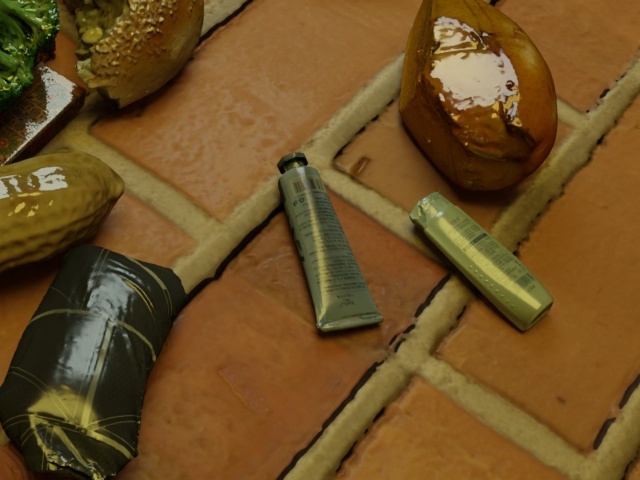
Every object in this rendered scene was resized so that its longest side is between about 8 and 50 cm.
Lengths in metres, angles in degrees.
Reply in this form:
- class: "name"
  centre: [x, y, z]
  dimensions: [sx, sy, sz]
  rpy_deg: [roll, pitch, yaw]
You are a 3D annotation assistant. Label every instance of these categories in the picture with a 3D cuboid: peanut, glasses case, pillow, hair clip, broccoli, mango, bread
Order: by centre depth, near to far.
- class: "hair clip"
  centre: [-0.317, 0.241, 1.233]
  dimensions: [0.138, 0.102, 0.123]
  rpy_deg: [-17, 61, -25]
- class: "pillow"
  centre: [-0.248, 0.128, 1.322]
  dimensions: [0.162, 0.092, 0.335]
  rpy_deg: [13, 39, 0]
- class: "peanut"
  centre: [-0.361, -0.033, 1.396]
  dimensions: [0.306, 0.147, 0.147]
  rpy_deg: [-17, 59, -32]
- class: "broccoli"
  centre: [-0.443, -0.294, 1.473]
  dimensions: [0.254, 0.269, 0.269]
  rpy_deg: [7, 52, -6]
- class: "glasses case"
  centre: [-0.392, -0.134, 1.533]
  dimensions: [0.075, 0.049, 0.218]
  rpy_deg: [33, 53, 5]
- class: "bread"
  centre: [-0.252, -0.330, 1.641]
  dimensions: [0.192, 0.171, 0.314]
  rpy_deg: [-8, 56, -14]
- class: "mango"
  centre: [0.204, -0.217, 1.668]
  dimensions: [0.199, 0.201, 0.350]
  rpy_deg: [32, 32, -36]

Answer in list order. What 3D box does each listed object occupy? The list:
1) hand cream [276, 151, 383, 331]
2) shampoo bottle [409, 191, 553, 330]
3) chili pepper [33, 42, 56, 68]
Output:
- class: "hand cream"
  centre: [0.000, 0.000, 1.523]
  dimensions: [0.088, 0.055, 0.256]
  rpy_deg: [-5, 57, -26]
- class: "shampoo bottle"
  centre: [0.204, 0.023, 1.554]
  dimensions: [0.072, 0.049, 0.212]
  rpy_deg: [-34, 68, -28]
- class: "chili pepper"
  centre: [-0.419, -0.281, 1.629]
  dimensions: [0.123, 0.070, 0.073]
  rpy_deg: [30, 69, 8]
